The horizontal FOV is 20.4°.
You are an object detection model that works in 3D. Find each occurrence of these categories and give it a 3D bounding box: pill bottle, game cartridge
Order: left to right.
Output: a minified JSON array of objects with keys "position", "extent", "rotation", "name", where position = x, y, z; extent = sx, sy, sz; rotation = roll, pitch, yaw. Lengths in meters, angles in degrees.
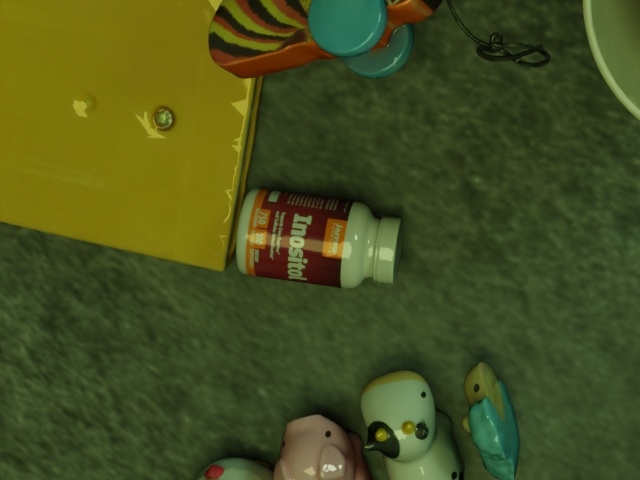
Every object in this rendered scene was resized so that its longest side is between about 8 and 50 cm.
[{"position":[-0.221,-0.139,1.733],"extent":[0.323,0.053,0.285],"rotation":[13,109,8],"name":"game cartridge"},{"position":[0.000,0.000,1.713],"extent":[0.152,0.086,0.086],"rotation":[7,108,8],"name":"pill bottle"}]

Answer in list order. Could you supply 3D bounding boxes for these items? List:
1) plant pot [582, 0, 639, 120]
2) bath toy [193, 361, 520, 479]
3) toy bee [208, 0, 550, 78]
[{"position":[0.353,-0.224,1.483],"extent":[0.256,0.274,0.257],"rotation":[3,107,10],"name":"plant pot"},{"position":[0.021,0.226,1.756],"extent":[0.348,0.129,0.151],"rotation":[-20,102,16],"name":"bath toy"},{"position":[0.051,-0.227,1.588],"extent":[0.298,0.195,0.162],"rotation":[3,80,1],"name":"toy bee"}]
